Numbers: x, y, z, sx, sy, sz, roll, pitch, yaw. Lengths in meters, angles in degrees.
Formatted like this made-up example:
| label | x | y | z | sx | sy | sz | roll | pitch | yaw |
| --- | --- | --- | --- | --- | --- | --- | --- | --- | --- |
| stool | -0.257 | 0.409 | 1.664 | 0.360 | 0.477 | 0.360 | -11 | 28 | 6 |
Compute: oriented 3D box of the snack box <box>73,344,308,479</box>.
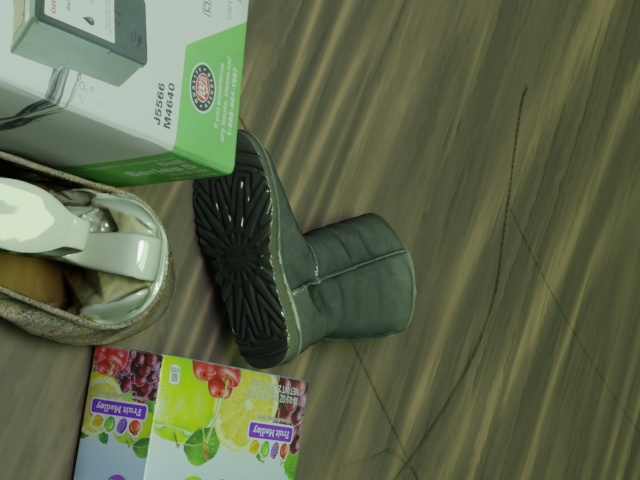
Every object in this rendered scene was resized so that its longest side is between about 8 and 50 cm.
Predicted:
| label | x | y | z | sx | sy | sz | roll | pitch | yaw |
| --- | --- | --- | --- | --- | --- | --- | --- | --- | --- |
| snack box | -0.094 | 0.187 | 1.121 | 0.174 | 0.070 | 0.207 | 16 | 81 | -54 |

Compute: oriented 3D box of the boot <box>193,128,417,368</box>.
| label | x | y | z | sx | sy | sz | roll | pitch | yaw |
| --- | --- | --- | --- | --- | --- | --- | --- | --- | --- |
| boot | -0.002 | -0.001 | 1.234 | 0.208 | 0.076 | 0.190 | -17 | 101 | -53 |

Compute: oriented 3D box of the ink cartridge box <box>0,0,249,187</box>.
| label | x | y | z | sx | sy | sz | roll | pitch | yaw |
| --- | --- | --- | --- | --- | --- | --- | --- | --- | --- |
| ink cartridge box | -0.166 | -0.160 | 0.946 | 0.273 | 0.114 | 0.198 | 20 | 71 | -53 |

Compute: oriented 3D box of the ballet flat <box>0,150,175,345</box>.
| label | x | y | z | sx | sy | sz | roll | pitch | yaw |
| --- | --- | --- | --- | --- | --- | --- | --- | --- | --- |
| ballet flat | -0.164 | 0.004 | 0.979 | 0.316 | 0.106 | 0.108 | 18 | 76 | -54 |
